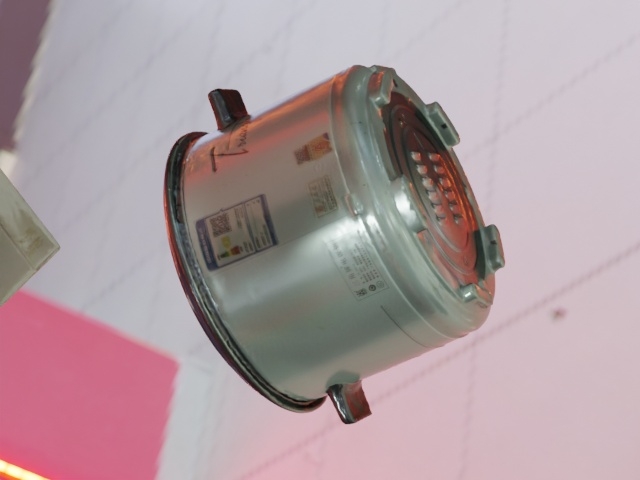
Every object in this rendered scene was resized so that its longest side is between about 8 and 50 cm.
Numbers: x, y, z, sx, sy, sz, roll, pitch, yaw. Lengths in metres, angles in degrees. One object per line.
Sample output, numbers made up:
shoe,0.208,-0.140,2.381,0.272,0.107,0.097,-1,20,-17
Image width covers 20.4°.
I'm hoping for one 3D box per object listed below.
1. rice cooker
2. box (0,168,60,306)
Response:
rice cooker,0.000,0.000,1.378,0.227,0.280,0.241,-25,-3,20
box,-0.261,-0.051,1.052,0.058,0.201,0.141,-46,23,-28
